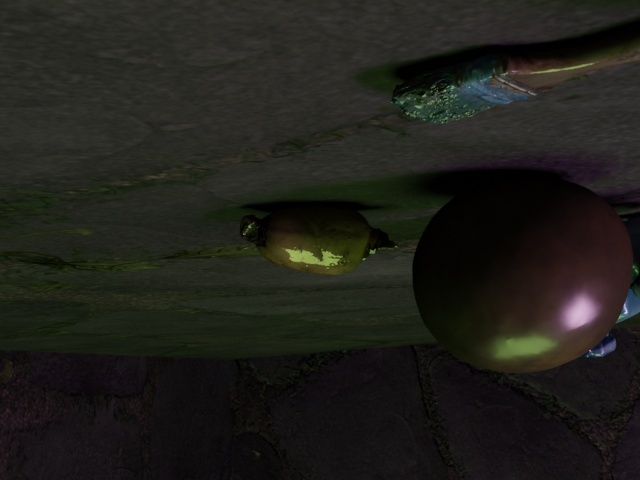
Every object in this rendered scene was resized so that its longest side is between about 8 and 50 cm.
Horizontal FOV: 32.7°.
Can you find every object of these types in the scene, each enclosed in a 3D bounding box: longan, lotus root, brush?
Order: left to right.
[{"bbox_3d":[0.000,0.000,1.000,0.152,0.063,0.072,3,160,-16],"label":"lotus root"},{"bbox_3d":[0.166,0.020,0.919,0.185,0.159,0.204,-20,-151,-1],"label":"longan"},{"bbox_3d":[0.133,-0.094,0.583,0.196,0.021,0.070,-10,171,33],"label":"brush"}]

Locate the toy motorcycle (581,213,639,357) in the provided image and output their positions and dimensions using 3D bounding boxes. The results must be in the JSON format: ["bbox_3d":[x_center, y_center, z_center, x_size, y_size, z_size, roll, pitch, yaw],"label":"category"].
[{"bbox_3d":[0.259,0.030,1.075,0.260,0.154,0.206,-11,-168,21],"label":"toy motorcycle"}]
